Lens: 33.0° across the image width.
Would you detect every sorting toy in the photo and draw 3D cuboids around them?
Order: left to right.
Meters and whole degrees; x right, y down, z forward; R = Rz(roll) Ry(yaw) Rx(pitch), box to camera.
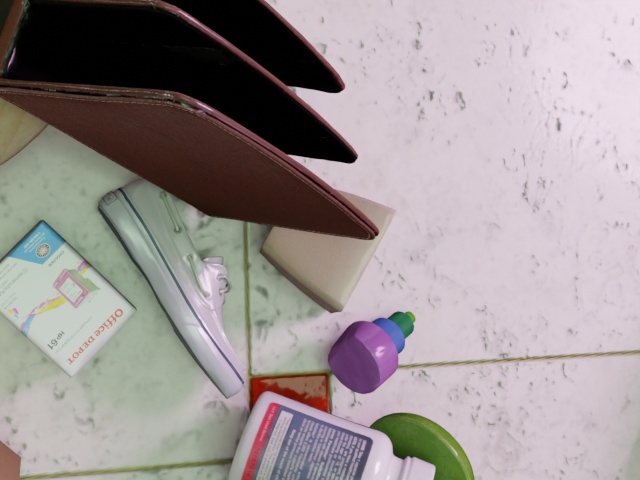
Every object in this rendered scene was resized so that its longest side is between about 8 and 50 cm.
[{"bbox_3d":[0.140,0.227,1.114,0.126,0.127,0.365,-34,99,-42],"label":"sorting toy"}]

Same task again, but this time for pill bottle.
[{"bbox_3d":[0.011,0.222,1.027,0.180,0.108,0.108,19,86,6],"label":"pill bottle"}]

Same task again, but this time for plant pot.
[{"bbox_3d":[0.000,0.000,1.052,0.096,0.109,0.109,29,84,-1],"label":"plant pot"}]

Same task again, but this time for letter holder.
[{"bbox_3d":[-0.074,-0.123,0.885,0.302,0.214,0.152,32,72,-55],"label":"letter holder"}]

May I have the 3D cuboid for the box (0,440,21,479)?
[{"bbox_3d":[-0.339,0.150,0.921,0.201,0.164,0.021,44,83,-13],"label":"box"}]

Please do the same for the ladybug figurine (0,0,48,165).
[{"bbox_3d":[-0.328,-0.238,0.910,0.305,0.162,0.449,24,83,-20],"label":"ladybug figurine"}]

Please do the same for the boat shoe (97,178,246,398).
[{"bbox_3d":[-0.121,0.040,1.023,0.076,0.083,0.226,-33,99,-12],"label":"boat shoe"}]

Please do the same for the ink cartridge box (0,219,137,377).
[{"bbox_3d":[-0.244,0.054,1.005,0.122,0.052,0.088,46,79,-14],"label":"ink cartridge box"}]
